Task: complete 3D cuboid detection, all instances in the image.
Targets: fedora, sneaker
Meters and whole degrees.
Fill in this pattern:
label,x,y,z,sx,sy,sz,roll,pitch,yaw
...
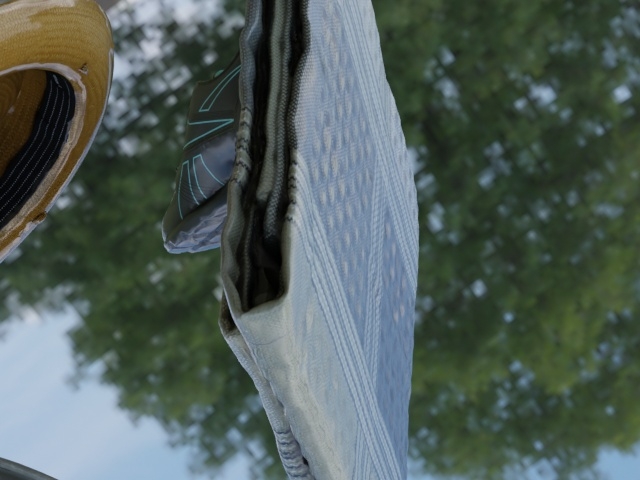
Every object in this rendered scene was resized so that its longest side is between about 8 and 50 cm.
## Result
label,x,y,z,sx,sy,sz,roll,pitch,yaw
fedora,-0.173,-0.044,0.736,0.194,0.079,0.194,-44,161,-19
sneaker,-0.066,-0.076,1.466,0.101,0.106,0.267,-11,160,-33

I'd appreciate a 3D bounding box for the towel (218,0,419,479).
label,x,y,z,sx,sy,sz,roll,pitch,yaw
towel,0.000,0.000,0.899,0.056,0.324,0.312,-3,-129,10

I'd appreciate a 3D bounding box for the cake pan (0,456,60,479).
label,x,y,z,sx,sy,sz,roll,pitch,yaw
cake pan,-0.137,0.230,1.059,0.293,0.293,0.054,-11,-139,52
